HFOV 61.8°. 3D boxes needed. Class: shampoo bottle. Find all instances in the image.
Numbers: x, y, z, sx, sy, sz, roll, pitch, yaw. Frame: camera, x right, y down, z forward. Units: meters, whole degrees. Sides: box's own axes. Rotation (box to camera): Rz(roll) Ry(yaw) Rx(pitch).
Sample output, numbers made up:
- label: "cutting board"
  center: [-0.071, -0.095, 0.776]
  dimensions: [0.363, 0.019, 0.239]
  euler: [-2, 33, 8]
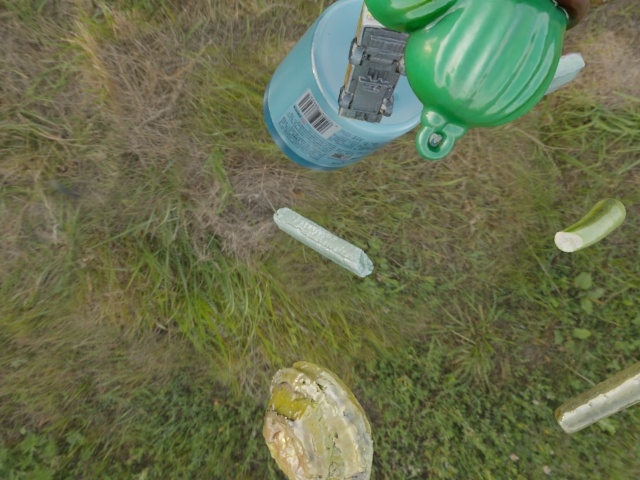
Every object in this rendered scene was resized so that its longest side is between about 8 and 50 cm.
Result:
- label: "shampoo bottle"
  center: [0.064, -0.367, 1.315]
  dimensions: [0.331, 0.343, 0.331]
  euler: [3, 83, -22]

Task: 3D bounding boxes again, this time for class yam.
- label: "yam"
  center: [0.678, 0.306, 1.143]
  dimensions: [0.371, 0.083, 0.083]
  euler: [-38, 101, 25]

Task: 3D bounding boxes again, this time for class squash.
- label: "squash"
  center: [0.719, -0.041, 1.408]
  dimensions: [0.250, 0.083, 0.083]
  euler: [-28, 101, -28]

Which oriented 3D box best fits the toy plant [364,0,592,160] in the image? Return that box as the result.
- label: "toy plant"
  center: [0.097, -0.148, 0.327]
  dimensions: [0.143, 0.105, 0.200]
  euler: [21, 104, -26]

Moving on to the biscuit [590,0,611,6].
- label: "biscuit"
  center: [0.627, -0.544, 0.958]
  dimensions: [0.332, 0.332, 0.103]
  euler: [-30, 98, -1]

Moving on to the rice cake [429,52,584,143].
- label: "rice cake"
  center: [0.302, -0.241, 0.895]
  dimensions: [0.290, 0.081, 0.051]
  euler: [-24, 70, -8]

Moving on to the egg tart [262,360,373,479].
- label: "egg tart"
  center: [-0.028, 0.455, 1.243]
  dimensions: [0.150, 0.352, 0.351]
  euler: [-20, 102, -41]

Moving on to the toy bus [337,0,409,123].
- label: "toy bus"
  center: [0.083, -0.271, 0.816]
  dimensions: [0.092, 0.268, 0.106]
  euler: [8, 75, -3]

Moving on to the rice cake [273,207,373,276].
- label: "rice cake"
  center: [0.000, 0.000, 0.691]
  dimensions: [0.029, 0.171, 0.033]
  euler: [-46, 139, -15]
